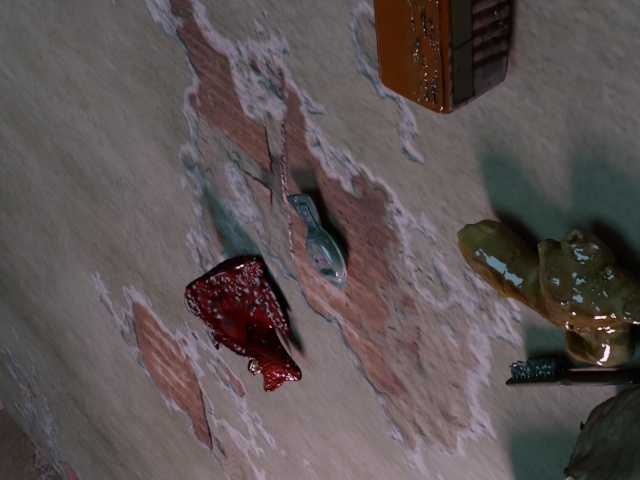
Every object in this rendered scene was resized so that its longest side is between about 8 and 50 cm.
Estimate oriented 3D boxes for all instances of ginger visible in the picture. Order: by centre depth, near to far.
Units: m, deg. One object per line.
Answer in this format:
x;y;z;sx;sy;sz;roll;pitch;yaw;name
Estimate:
0.202;0.030;1.030;0.214;0.059;0.133;41;158;33;ginger

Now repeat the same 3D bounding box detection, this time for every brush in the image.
0.232;0.118;1.101;0.190;0.034;0.027;-13;91;64;brush

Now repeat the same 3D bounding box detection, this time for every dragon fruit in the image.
-0.080;0.107;1.616;0.192;0.122;0.092;54;-167;0;dragon fruit

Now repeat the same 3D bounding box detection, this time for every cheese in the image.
0.000;0.000;1.378;0.067;0.026;0.120;-2;116;60;cheese

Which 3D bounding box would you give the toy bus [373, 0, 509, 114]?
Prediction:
0.085;-0.278;0.854;0.093;0.092;0.409;33;146;37;toy bus

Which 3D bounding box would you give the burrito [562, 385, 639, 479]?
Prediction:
0.296;0.174;0.922;0.348;0.107;0.175;147;127;-66;burrito
